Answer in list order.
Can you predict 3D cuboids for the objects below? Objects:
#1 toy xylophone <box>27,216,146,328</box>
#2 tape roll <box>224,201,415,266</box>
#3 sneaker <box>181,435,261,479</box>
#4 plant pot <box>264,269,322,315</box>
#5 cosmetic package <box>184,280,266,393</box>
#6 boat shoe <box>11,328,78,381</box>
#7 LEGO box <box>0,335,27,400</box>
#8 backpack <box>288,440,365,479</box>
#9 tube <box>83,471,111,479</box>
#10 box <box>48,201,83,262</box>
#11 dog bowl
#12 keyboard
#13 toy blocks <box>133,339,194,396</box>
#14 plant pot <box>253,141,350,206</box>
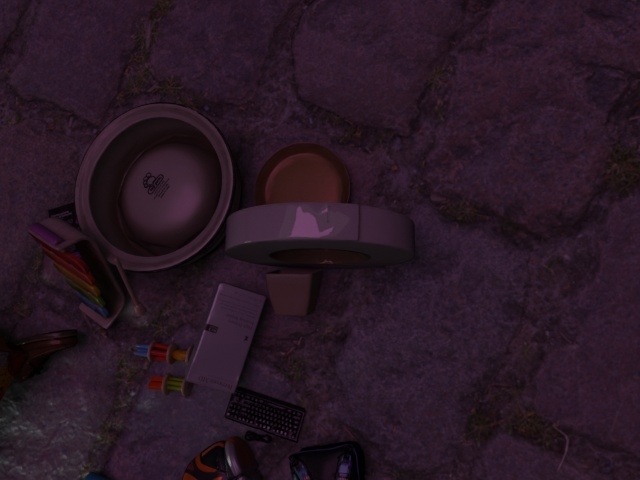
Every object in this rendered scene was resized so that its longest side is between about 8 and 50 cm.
[{"bbox_3d":[-0.532,0.080,1.409,0.236,0.323,0.081,21,54,34],"label":"toy xylophone"},{"bbox_3d":[0.000,0.000,1.245,0.391,0.392,0.072,-1,80,13],"label":"tape roll"},{"bbox_3d":[-0.200,0.609,1.330,0.180,0.124,0.321,-29,64,11],"label":"sneaker"},{"bbox_3d":[-0.058,0.118,1.390,0.109,0.109,0.096,-1,92,13],"label":"plant pot"},{"bbox_3d":[-0.217,0.218,1.393,0.117,0.085,0.231,18,83,-14],"label":"cosmetic package"},{"bbox_3d":[-0.722,0.293,1.513,0.307,0.110,0.105,-16,81,19],"label":"boat shoe"},{"bbox_3d":[-1.002,0.302,1.393,0.500,0.193,0.373,27,83,14],"label":"LEGO box"},{"bbox_3d":[0.025,0.519,1.284,0.158,0.117,0.174,-13,76,10],"label":"backpack"},{"bbox_3d":[-0.458,0.607,1.420,0.207,0.052,0.080,22,95,10],"label":"tube"},{"bbox_3d":[-0.638,-0.018,1.584,0.116,0.029,0.162,-15,78,9],"label":"box"},{"bbox_3d":[-0.372,-0.114,1.478,0.407,0.150,0.408,-2,80,13],"label":"dog bowl"},{"bbox_3d":[-0.131,0.409,1.390,0.180,0.023,0.108,14,83,16],"label":"keyboard"},{"bbox_3d":[-0.376,0.302,1.450,0.148,0.054,0.123,4,80,14],"label":"toy blocks"},{"bbox_3d":[-0.043,-0.117,1.463,0.236,0.032,0.237,-3,78,13],"label":"plant pot"}]
